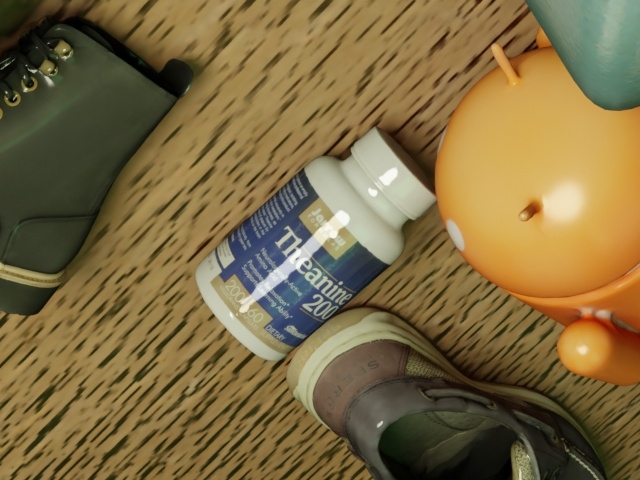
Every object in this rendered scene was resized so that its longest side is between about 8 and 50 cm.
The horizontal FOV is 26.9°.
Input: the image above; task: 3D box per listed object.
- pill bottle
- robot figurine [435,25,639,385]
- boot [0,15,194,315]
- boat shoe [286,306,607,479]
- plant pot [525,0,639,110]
[{"bbox_3d":[0.000,0.000,0.677,0.120,0.067,0.067,-42,133,11],"label":"pill bottle"},{"bbox_3d":[0.138,-0.021,0.671,0.219,0.128,0.158,27,95,-54],"label":"robot figurine"},{"bbox_3d":[-0.160,-0.056,0.560,0.137,0.077,0.198,-51,143,13],"label":"boot"},{"bbox_3d":[0.094,0.136,0.816,0.103,0.092,0.285,-43,132,12],"label":"boat shoe"},{"bbox_3d":[0.151,-0.188,0.482,0.248,0.247,0.252,-20,151,-9],"label":"plant pot"}]
